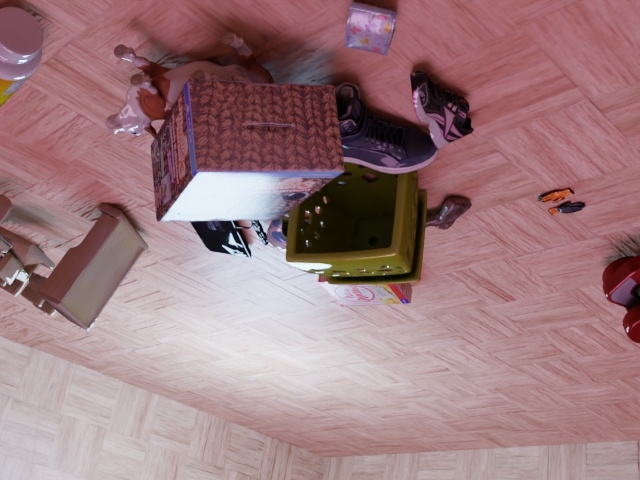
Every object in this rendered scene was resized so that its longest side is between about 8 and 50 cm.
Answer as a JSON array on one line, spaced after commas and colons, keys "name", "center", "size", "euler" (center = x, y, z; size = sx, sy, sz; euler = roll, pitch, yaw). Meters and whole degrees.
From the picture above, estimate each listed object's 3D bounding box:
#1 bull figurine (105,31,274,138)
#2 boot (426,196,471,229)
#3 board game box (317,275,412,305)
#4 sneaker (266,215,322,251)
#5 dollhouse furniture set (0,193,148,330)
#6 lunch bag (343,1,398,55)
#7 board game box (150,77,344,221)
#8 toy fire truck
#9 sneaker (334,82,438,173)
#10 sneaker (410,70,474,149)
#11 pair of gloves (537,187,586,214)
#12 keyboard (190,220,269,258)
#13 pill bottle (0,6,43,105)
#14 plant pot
[{"name": "bull figurine", "center": [-0.227, -0.248, 1.302], "size": [0.310, 0.101, 0.188], "euler": [-8, 165, 11]}, {"name": "boot", "center": [0.237, -0.059, 1.602], "size": [0.106, 0.037, 0.114], "euler": [3, 159, -15]}, {"name": "board game box", "center": [0.112, 0.111, 1.968], "size": [0.193, 0.045, 0.147], "euler": [-5, 150, 27]}, {"name": "sneaker", "center": [0.000, 0.000, 1.754], "size": [0.237, 0.085, 0.086], "euler": [13, 146, -13]}, {"name": "dollhouse furniture set", "center": [-0.666, 0.005, 1.924], "size": [0.394, 0.256, 0.362], "euler": [23, 158, 23]}, {"name": "lunch bag", "center": [0.074, -0.313, 1.149], "size": [0.071, 0.053, 0.083], "euler": [11, 163, 2]}, {"name": "board game box", "center": [-0.129, -0.134, 1.283], "size": [0.232, 0.141, 0.291], "euler": [-2, 168, -23]}, {"name": "toy fire truck", "center": [0.743, 0.089, 1.616], "size": [0.302, 0.169, 0.254], "euler": [20, 128, -21]}, {"name": "sneaker", "center": [0.092, -0.187, 1.335], "size": [0.226, 0.086, 0.163], "euler": [6, 158, 4]}, {"name": "sneaker", "center": [0.199, -0.220, 1.287], "size": [0.077, 0.072, 0.178], "euler": [-15, 154, 20]}, {"name": "pair of gloves", "center": [0.463, -0.072, 1.528], "size": [0.074, 0.010, 0.083], "euler": [-15, 145, 40]}, {"name": "keyboard", "center": [-0.207, -0.043, 1.799], "size": [0.201, 0.033, 0.317], "euler": [10, 155, 15]}, {"name": "pill bottle", "center": [-0.540, -0.300, 1.314], "size": [0.117, 0.117, 0.215], "euler": [28, 148, -32]}, {"name": "plant pot", "center": [0.084, -0.030, 1.517], "size": [0.228, 0.227, 0.207], "euler": [-3, 156, 24]}]
